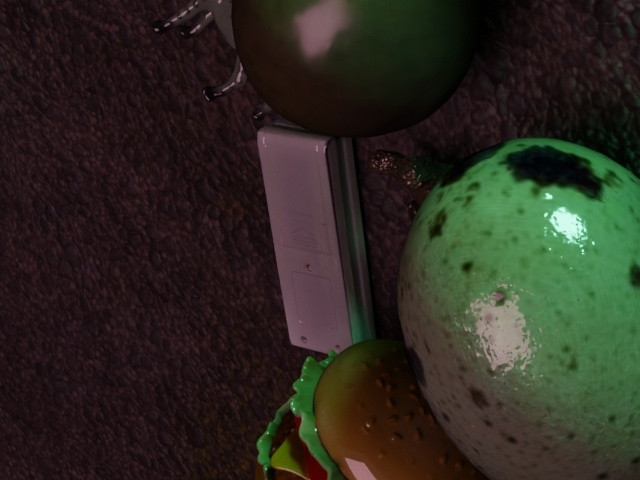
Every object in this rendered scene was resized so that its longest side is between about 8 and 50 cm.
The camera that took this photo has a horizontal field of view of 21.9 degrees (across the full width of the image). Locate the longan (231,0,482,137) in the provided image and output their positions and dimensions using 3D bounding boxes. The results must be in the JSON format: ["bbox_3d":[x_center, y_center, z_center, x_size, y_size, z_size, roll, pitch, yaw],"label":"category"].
[{"bbox_3d":[0.036,-0.227,1.590,0.258,0.258,0.258,21,126,33],"label":"longan"}]

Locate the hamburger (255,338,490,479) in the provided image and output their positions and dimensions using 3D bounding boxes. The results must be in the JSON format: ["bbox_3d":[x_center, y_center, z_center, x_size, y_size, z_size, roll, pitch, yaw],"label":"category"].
[{"bbox_3d":[0.077,0.234,1.804,0.274,0.274,0.212,46,125,13],"label":"hamburger"}]

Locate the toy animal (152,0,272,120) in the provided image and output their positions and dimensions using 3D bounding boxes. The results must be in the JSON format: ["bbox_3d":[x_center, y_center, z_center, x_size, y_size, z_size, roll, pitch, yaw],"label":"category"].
[{"bbox_3d":[-0.088,-0.252,1.814,0.176,0.073,0.217,-39,89,32],"label":"toy animal"}]

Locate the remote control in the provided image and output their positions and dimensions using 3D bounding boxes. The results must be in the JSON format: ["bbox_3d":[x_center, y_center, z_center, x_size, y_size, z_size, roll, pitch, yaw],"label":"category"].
[{"bbox_3d":[0.000,0.000,1.887,0.103,0.055,0.277,12,122,38],"label":"remote control"}]

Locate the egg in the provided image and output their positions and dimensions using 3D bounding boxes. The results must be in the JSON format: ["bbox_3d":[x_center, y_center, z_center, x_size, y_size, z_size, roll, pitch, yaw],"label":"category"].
[{"bbox_3d":[0.226,0.085,1.565,0.287,0.287,0.379,-7,122,44],"label":"egg"}]

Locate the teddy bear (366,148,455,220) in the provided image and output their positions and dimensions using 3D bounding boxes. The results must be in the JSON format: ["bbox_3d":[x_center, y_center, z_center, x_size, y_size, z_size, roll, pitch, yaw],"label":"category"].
[{"bbox_3d":[0.124,-0.043,1.740,0.119,0.078,0.160,20,149,54],"label":"teddy bear"}]
